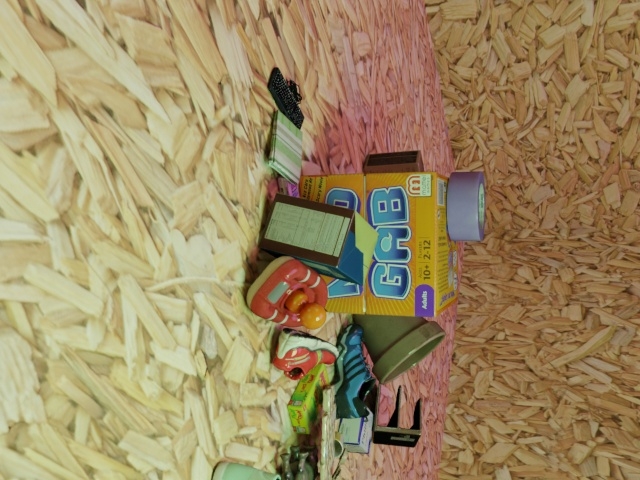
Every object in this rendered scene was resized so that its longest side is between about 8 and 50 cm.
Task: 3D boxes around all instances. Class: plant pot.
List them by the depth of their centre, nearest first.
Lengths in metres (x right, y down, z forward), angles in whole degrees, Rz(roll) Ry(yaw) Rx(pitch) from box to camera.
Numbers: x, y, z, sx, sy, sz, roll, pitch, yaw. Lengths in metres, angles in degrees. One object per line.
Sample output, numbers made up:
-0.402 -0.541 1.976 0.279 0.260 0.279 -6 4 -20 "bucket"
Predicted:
0.229 0.291 2.046 0.229 0.263 0.263 52 10 20 "plant pot"

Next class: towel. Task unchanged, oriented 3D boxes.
-0.082 -0.218 1.516 0.113 0.023 0.151 39 46 -49 "towel"

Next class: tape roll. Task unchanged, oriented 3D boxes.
0.394 -0.092 1.724 0.189 0.080 0.188 1 90 -70 "tape roll"

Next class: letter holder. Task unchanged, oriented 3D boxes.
0.264 0.576 2.199 0.301 0.152 0.214 81 14 -65 "letter holder"

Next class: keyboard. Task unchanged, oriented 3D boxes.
-0.070 -0.347 1.565 0.192 0.038 0.100 57 38 -56 "keyboard"

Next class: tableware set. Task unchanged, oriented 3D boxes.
0.038 0.666 1.807 0.141 0.020 0.168 -66 173 27 "tableware set"

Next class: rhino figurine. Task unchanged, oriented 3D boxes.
-0.042 0.568 1.599 0.243 0.073 0.106 32 55 -74 "rhino figurine"

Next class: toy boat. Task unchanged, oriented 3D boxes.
-0.047 0.139 1.420 0.151 0.151 0.231 -50 154 2 "toy boat"

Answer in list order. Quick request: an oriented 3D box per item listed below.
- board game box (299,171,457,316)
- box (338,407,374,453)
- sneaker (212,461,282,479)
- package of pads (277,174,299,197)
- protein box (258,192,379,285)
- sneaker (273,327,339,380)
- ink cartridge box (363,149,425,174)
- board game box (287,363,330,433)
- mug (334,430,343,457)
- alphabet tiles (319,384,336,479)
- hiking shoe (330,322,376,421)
0.173 0.006 1.756 0.357 0.357 0.355 -3 93 -70 "board game box"
0.112 0.587 2.004 0.137 0.072 0.126 58 37 -54 "box"
-0.137 0.569 1.240 0.094 0.151 0.255 7 85 -71 "sneaker"
-0.077 -0.124 1.555 0.050 0.032 0.083 -54 139 -55 "package of pads"
0.000 0.000 1.489 0.200 0.201 0.135 37 70 -64 "protein box"
-0.046 0.289 1.592 0.279 0.107 0.118 33 78 -62 "sneaker"
0.270 -0.195 2.239 0.088 0.194 0.234 -73 154 -42 "ink cartridge box"
-0.028 0.404 1.675 0.181 0.043 0.092 -59 143 -53 "board game box"
0.040 0.572 1.836 0.064 0.062 0.078 -43 138 -73 "mug"
0.017 0.523 1.665 0.278 0.021 0.283 44 48 -82 "alphabet tiles"
0.110 0.392 1.910 0.113 0.132 0.303 60 36 -53 "hiking shoe"
